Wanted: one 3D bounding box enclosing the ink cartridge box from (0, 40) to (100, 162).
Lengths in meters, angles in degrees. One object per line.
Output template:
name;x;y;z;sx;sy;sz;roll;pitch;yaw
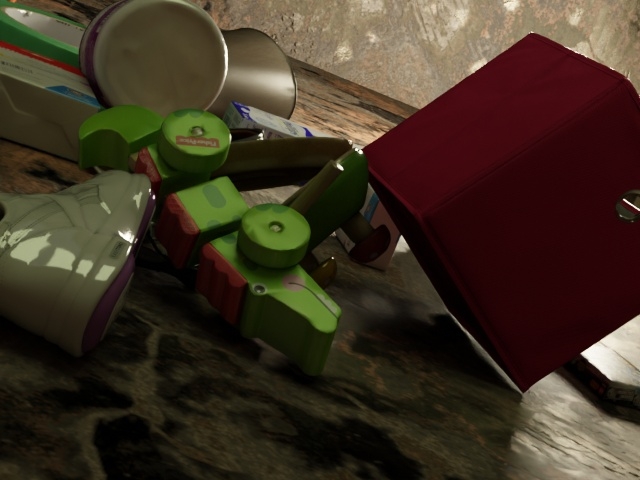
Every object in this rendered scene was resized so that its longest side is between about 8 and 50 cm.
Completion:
ink cartridge box;-0.363;-0.182;1.648;0.134;0.078;0.231;19;13;-21

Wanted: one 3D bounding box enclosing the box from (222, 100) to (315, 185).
box;-0.081;-0.151;2.041;0.137;0.072;0.126;19;13;-19

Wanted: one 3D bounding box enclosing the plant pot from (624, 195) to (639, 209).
plant pot;0.372;-0.111;2.211;0.334;0.333;0.305;25;1;10

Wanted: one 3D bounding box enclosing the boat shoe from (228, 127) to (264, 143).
boat shoe;-0.173;-0.135;1.797;0.233;0.079;0.084;6;21;-45

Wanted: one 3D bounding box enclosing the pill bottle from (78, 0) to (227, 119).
pill bottle;-0.236;-0.243;1.766;0.169;0.169;0.301;19;3;-18

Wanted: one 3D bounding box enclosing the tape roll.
tape roll;-0.394;-0.285;2.043;0.321;0.077;0.321;21;12;-5

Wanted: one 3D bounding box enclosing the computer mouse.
computer mouse;-0.185;-0.010;1.324;0.106;0.042;0.193;12;21;-24

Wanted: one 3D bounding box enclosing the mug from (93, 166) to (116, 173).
mug;-0.254;-0.103;1.590;0.062;0.078;0.064;-18;19;-19

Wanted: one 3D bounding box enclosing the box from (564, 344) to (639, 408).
box;0.346;0.159;1.574;0.094;0.027;0.137;16;14;-24

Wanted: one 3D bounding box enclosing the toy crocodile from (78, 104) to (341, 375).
toy crocodile;-0.102;-0.010;1.209;0.105;0.115;0.340;-23;60;-34

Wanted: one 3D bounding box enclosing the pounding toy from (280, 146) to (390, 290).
pounding toy;0.000;0.000;1.392;0.110;0.183;0.237;50;11;0

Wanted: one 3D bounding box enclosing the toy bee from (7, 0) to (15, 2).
toy bee;-0.649;-0.559;2.668;0.195;0.162;0.298;12;-11;-9

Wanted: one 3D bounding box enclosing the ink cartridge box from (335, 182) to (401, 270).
ink cartridge box;0.067;-0.024;1.717;0.052;0.088;0.122;19;13;-17

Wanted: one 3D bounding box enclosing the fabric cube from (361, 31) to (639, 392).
fabric cube;0.231;-0.039;1.454;0.254;0.258;0.259;58;-2;-24

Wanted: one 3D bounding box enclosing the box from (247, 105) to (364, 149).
box;0.019;-0.138;2.182;0.324;0.063;0.067;18;15;-22

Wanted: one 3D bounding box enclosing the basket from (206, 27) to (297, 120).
basket;-0.177;-0.280;2.240;0.227;0.154;0.204;-5;57;-56

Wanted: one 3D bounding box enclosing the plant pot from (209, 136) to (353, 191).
plant pot;-0.078;-0.083;1.519;0.236;0.032;0.236;-8;-4;-1

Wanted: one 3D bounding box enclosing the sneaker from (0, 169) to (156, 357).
sneaker;-0.221;-0.011;1.079;0.152;0.114;0.305;22;12;-8
